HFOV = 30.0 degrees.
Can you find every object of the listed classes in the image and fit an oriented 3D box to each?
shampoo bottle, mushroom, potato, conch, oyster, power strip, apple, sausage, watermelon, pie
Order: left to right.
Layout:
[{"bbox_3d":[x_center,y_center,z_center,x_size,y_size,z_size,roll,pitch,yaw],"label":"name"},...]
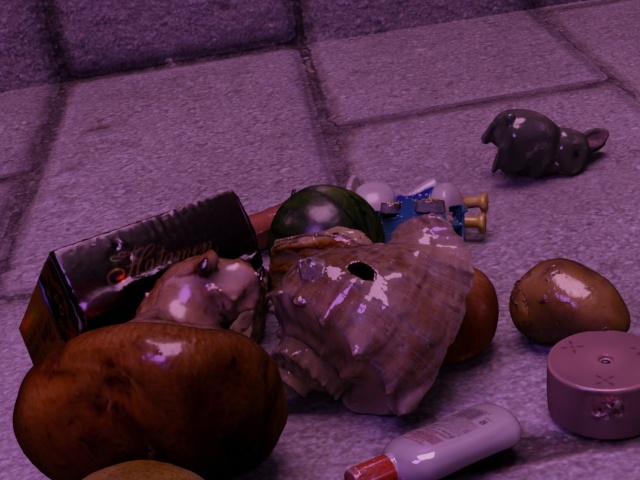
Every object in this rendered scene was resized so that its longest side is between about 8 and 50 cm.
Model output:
[{"bbox_3d":[-0.182,0.171,1.431,0.345,0.345,0.259,-5,67,7],"label":"mushroom"},{"bbox_3d":[-0.146,-0.001,2.094,0.304,0.078,0.078,-23,28,-28],"label":"sausage"},{"bbox_3d":[-0.116,0.082,1.844,0.107,0.161,0.233,5,11,-18],"label":"oyster"},{"bbox_3d":[0.000,0.000,1.911,0.214,0.188,0.188,19,36,41],"label":"watermelon"},{"bbox_3d":[0.016,0.063,1.772,0.205,0.179,0.084,-12,16,29],"label":"pie"},{"bbox_3d":[0.059,0.100,1.595,0.263,0.324,0.186,42,13,30],"label":"conch"},{"bbox_3d":[0.133,0.258,1.455,0.221,0.051,0.108,-19,12,-23],"label":"shampoo bottle"},{"bbox_3d":[0.182,0.103,1.697,0.146,0.131,0.146,-4,30,2],"label":"apple"},{"bbox_3d":[0.351,0.090,1.680,0.176,0.137,0.137,10,30,32],"label":"potato"},{"bbox_3d":[0.364,0.184,1.523,0.154,0.078,0.154,-5,27,2],"label":"power strip"}]

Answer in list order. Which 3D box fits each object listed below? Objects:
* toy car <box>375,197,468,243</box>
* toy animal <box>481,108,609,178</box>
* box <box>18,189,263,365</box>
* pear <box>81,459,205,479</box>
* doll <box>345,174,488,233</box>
[{"bbox_3d":[0.163,-0.008,1.985,0.161,0.126,0.098,2,4,44],"label":"toy car"},{"bbox_3d":[0.441,-0.178,2.254,0.251,0.125,0.127,2,-6,-15],"label":"toy animal"},{"bbox_3d":[-0.263,0.078,1.655,0.264,0.116,0.415,-19,-9,-25],"label":"box"},{"bbox_3d":[-0.179,0.332,1.240,0.211,0.188,0.228,-7,32,9],"label":"pear"},{"bbox_3d":[0.143,-0.051,2.075,0.293,0.119,0.138,2,59,13],"label":"doll"}]
